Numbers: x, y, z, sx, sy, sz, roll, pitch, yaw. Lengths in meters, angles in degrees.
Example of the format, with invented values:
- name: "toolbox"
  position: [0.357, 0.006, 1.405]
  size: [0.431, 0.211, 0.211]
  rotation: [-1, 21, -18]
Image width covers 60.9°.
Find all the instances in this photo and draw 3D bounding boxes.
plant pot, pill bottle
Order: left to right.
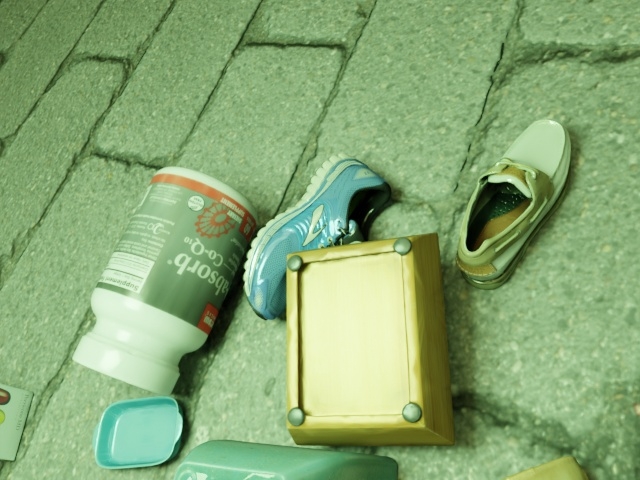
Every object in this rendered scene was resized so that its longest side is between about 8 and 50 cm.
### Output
- name: "pill bottle"
  position: [-0.269, 0.071, 0.966]
  size: [0.210, 0.210, 0.363]
  rotation: [10, 68, 30]
- name: "plant pot"
  position: [-0.066, 0.373, 0.673]
  size: [0.247, 0.252, 0.247]
  rotation: [-4, 62, 24]

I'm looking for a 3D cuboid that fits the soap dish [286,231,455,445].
- name: "soap dish"
  position: [0.057, 0.134, 0.761]
  size: [0.228, 0.118, 0.291]
  rotation: [-8, 71, 21]

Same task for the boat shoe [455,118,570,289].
- name: "boat shoe"
  position: [0.302, -0.073, 0.836]
  size: [0.113, 0.103, 0.302]
  rotation: [19, 72, 32]

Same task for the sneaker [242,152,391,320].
- name: "sneaker"
  position: [0.000, 0.000, 0.927]
  size: [0.147, 0.130, 0.330]
  rotation: [30, 78, 37]

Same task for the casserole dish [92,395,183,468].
- name: "casserole dish"
  position: [-0.310, 0.335, 0.944]
  size: [0.188, 0.037, 0.114]
  rotation: [-12, 58, 19]

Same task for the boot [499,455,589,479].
- name: "boot"
  position: [0.242, 0.417, 0.609]
  size: [0.236, 0.089, 0.270]
  rotation: [-21, 56, 2]

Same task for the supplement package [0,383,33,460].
- name: "supplement package"
  position: [-0.691, 0.323, 1.004]
  size: [0.133, 0.244, 0.139]
  rotation: [-10, 60, 22]
